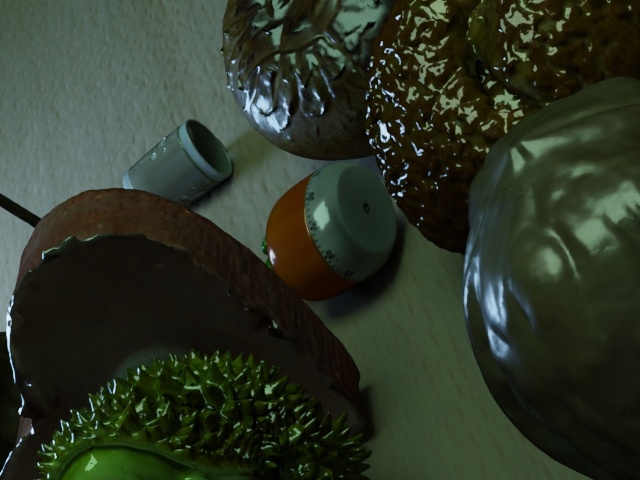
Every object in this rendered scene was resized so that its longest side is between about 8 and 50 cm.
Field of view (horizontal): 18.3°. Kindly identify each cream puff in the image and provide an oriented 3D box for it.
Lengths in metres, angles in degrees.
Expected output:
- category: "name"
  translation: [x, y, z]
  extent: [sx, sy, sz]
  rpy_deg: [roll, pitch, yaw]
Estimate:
- category: "cream puff"
  translation: [0.161, -0.139, 1.564]
  extent: [0.303, 0.212, 0.303]
  rpy_deg: [-31, 27, 18]

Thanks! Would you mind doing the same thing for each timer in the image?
- category: "timer"
  translation: [0.000, 0.000, 1.740]
  extent: [0.136, 0.099, 0.136]
  rpy_deg: [-45, 11, 12]

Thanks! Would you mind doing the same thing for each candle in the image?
- category: "candle"
  translation: [-0.109, 0.107, 1.569]
  extent: [0.287, 0.317, 0.131]
  rpy_deg: [0, 29, 0]

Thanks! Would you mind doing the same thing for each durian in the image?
- category: "durian"
  translation: [-0.077, 0.180, 1.432]
  extent: [0.176, 0.237, 0.200]
  rpy_deg: [-59, -16, -53]

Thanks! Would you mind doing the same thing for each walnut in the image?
- category: "walnut"
  translation: [0.203, 0.029, 1.171]
  extent: [0.227, 0.273, 0.273]
  rpy_deg: [-24, 32, 37]

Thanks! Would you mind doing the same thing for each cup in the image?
- category: "cup"
  translation: [-0.154, -0.078, 2.117]
  extent: [0.099, 0.074, 0.102]
  rpy_deg: [-36, 26, 20]

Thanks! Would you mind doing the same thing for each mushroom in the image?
- category: "mushroom"
  translation: [0.027, -0.214, 1.897]
  extent: [0.278, 0.163, 0.297]
  rpy_deg: [-42, 48, 5]

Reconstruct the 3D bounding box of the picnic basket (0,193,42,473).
- category: "picnic basket"
  translation: [-0.328, 0.124, 1.856]
  extent: [0.321, 0.254, 0.291]
  rpy_deg: [-55, 24, 4]
